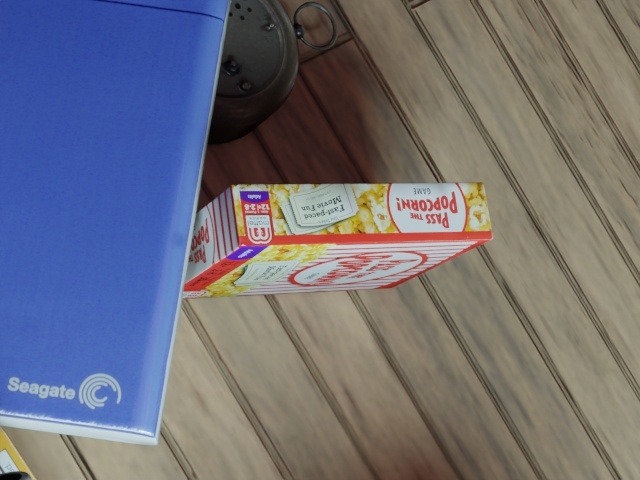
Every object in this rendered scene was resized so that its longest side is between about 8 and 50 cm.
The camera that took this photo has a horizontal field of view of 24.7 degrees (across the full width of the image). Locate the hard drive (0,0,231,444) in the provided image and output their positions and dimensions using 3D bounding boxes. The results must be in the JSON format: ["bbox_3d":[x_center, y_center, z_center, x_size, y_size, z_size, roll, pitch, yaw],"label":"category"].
[{"bbox_3d":[-0.186,-0.038,0.962,0.210,0.040,0.318,8,71,0],"label":"hard drive"}]

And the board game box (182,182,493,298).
[{"bbox_3d":[0.000,0.000,1.029,0.193,0.147,0.045,-2,76,-27],"label":"board game box"}]

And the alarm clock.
[{"bbox_3d":[-0.064,-0.146,1.093,0.192,0.064,0.129,-19,84,-33],"label":"alarm clock"}]

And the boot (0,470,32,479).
[{"bbox_3d":[-0.258,0.247,0.827,0.244,0.088,0.176,-14,94,1],"label":"boot"}]

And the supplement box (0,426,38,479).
[{"bbox_3d":[-0.174,0.231,0.911,0.080,0.078,0.233,-31,89,-28],"label":"supplement box"}]
